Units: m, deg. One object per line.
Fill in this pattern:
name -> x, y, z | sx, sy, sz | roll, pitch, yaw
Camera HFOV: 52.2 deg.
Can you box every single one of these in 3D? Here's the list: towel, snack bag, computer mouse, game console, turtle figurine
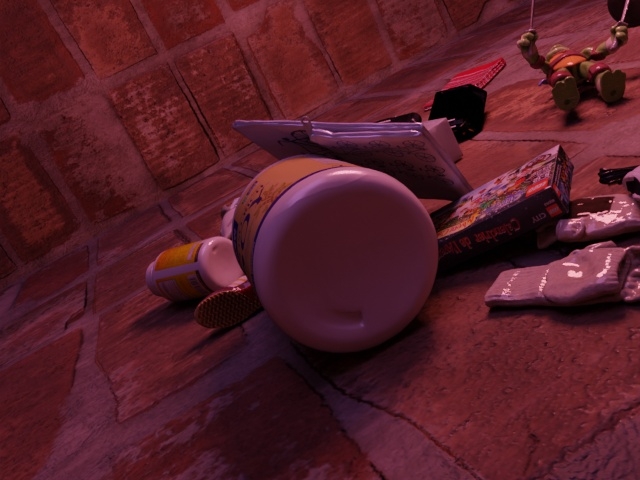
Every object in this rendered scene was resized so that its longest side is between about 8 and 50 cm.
towel -> 0.455, -0.494, 2.060 | 0.199, 0.031, 0.275 | -13, 22, 41
snack bag -> 0.060, -0.128, 1.088 | 0.343, 0.037, 0.323 | 8, -10, 28
computer mouse -> 0.416, -0.083, 0.814 | 0.106, 0.042, 0.193 | -7, 10, 14
game console -> 0.237, -0.298, 1.660 | 0.362, 0.044, 0.213 | -9, 37, 28
turtle figurine -> 0.522, -0.401, 1.346 | 0.266, 0.198, 0.274 | -87, 17, -51

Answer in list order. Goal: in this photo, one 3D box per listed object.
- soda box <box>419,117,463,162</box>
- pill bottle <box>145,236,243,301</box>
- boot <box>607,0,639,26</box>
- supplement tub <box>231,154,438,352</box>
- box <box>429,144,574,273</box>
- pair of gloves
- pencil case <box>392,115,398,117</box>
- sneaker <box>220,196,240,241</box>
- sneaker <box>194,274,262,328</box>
soda box -> 0.163, -0.149, 1.378 | 0.286, 0.098, 0.091 | -35, 18, -25
pill bottle -> -0.270, 0.065, 1.373 | 0.215, 0.117, 0.117 | -13, 22, 39
boot -> 0.952, -0.678, 1.739 | 0.281, 0.096, 0.264 | -31, 17, -14
supplement tub -> 0.000, 0.000, 0.949 | 0.241, 0.241, 0.331 | -30, 17, -8
box -> 0.248, -0.040, 0.952 | 0.233, 0.044, 0.159 | -30, 12, 34
pair of gloves -> 0.326, 0.004, 0.787 | 0.204, 0.042, 0.240 | -6, 28, 50
pencil case -> 0.136, -0.267, 1.781 | 0.206, 0.086, 0.088 | -24, 16, 9
sneaker -> -0.072, -0.055, 1.469 | 0.331, 0.122, 0.146 | -22, 36, 13
sneaker -> -0.140, 0.101, 1.179 | 0.186, 0.069, 0.084 | -25, 7, -12
